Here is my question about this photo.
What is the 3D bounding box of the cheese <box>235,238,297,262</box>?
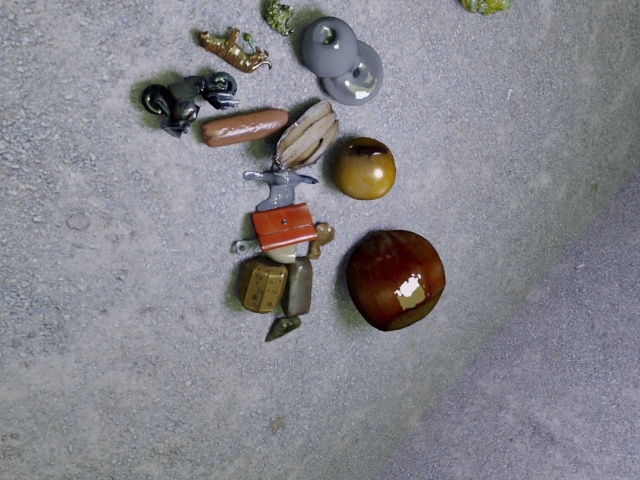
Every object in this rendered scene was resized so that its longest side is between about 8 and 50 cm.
[{"bbox_3d":[-0.169,-0.009,1.682,0.249,0.071,0.163,11,75,-15],"label":"cheese"}]

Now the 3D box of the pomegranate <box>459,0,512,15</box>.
[{"bbox_3d":[0.624,-0.943,1.744,0.260,0.260,0.340,-61,162,3],"label":"pomegranate"}]

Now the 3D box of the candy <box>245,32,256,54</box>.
[{"bbox_3d":[-0.204,-0.583,1.437,0.023,0.025,0.083,-51,140,-28],"label":"candy"}]

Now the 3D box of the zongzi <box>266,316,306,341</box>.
[{"bbox_3d":[-0.136,0.356,1.913,0.154,0.062,0.130,1,132,-53],"label":"zongzi"}]

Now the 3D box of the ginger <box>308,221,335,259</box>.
[{"bbox_3d":[0.007,-0.001,1.832,0.096,0.067,0.165,-6,127,-34],"label":"ginger"}]

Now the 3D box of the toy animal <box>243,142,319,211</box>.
[{"bbox_3d":[-0.130,-0.206,1.631,0.255,0.176,0.239,11,103,-3],"label":"toy animal"}]

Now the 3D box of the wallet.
[{"bbox_3d":[-0.124,-0.049,1.641,0.204,0.045,0.142,-13,75,-19],"label":"wallet"}]

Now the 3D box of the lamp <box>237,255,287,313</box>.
[{"bbox_3d":[-0.205,0.157,1.692,0.161,0.161,0.185,8,105,-38],"label":"lamp"}]

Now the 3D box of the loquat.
[{"bbox_3d":[0.156,-0.255,1.717,0.235,0.235,0.235,-15,119,-30],"label":"loquat"}]

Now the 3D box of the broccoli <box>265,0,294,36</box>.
[{"bbox_3d":[-0.116,-0.666,1.419,0.095,0.092,0.097,-4,95,-49],"label":"broccoli"}]

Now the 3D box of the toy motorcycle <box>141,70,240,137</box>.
[{"bbox_3d":[-0.355,-0.381,1.346,0.270,0.106,0.159,-18,99,-21],"label":"toy motorcycle"}]

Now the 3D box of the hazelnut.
[{"bbox_3d":[0.306,0.153,1.943,0.421,0.353,0.421,-1,97,-12],"label":"hazelnut"}]

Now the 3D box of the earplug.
[{"bbox_3d":[0.074,-0.578,1.539,0.325,0.175,0.214,31,93,-41],"label":"earplug"}]

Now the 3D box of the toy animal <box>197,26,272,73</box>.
[{"bbox_3d":[-0.243,-0.555,1.395,0.099,0.057,0.241,-44,139,21],"label":"toy animal"}]

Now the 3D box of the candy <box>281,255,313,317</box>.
[{"bbox_3d":[-0.092,0.174,1.813,0.104,0.102,0.234,-8,116,-33],"label":"candy"}]

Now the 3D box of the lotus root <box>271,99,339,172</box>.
[{"bbox_3d":[-0.059,-0.335,1.582,0.329,0.078,0.167,-45,122,-35],"label":"lotus root"}]

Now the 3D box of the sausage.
[{"bbox_3d":[-0.230,-0.351,1.482,0.289,0.086,0.086,-20,121,-28],"label":"sausage"}]
